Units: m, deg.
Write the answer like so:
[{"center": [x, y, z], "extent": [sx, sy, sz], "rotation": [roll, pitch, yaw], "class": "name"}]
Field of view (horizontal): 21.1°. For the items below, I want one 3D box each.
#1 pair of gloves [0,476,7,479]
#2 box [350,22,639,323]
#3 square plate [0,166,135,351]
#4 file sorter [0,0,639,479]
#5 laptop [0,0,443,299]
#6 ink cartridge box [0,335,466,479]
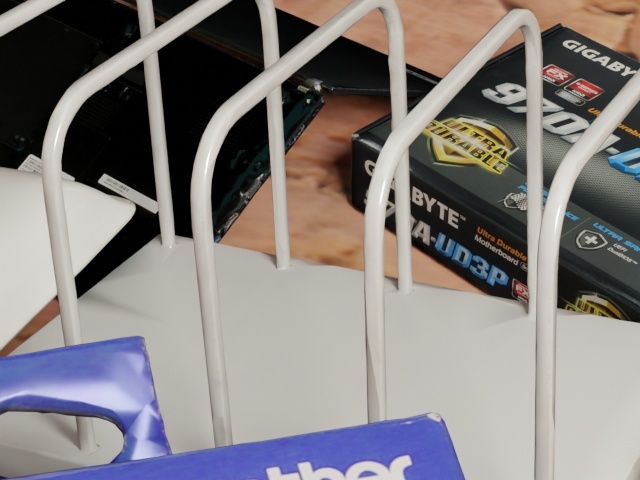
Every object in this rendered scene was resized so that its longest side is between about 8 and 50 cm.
[{"center": [-0.181, 0.116, 0.710], "extent": [0.159, 0.023, 0.198], "rotation": [9, 33, 15], "class": "pair of gloves"}, {"center": [0.151, -0.025, 0.917], "extent": [0.175, 0.051, 0.220], "rotation": [-29, 46, -32], "class": "box"}, {"center": [-0.317, 0.038, 0.792], "extent": [0.344, 0.049, 0.347], "rotation": [8, 36, 28], "class": "square plate"}, {"center": [0.000, 0.000, 0.697], "extent": [0.277, 0.173, 0.193], "rotation": [11, 30, 24], "class": "file sorter"}, {"center": [-0.089, -0.065, 1.000], "extent": [0.234, 0.136, 0.264], "rotation": [26, 71, 30], "class": "laptop"}, {"center": [-0.059, 0.211, 0.480], "extent": [0.270, 0.151, 0.395], "rotation": [-8, 48, -15], "class": "ink cartridge box"}]
